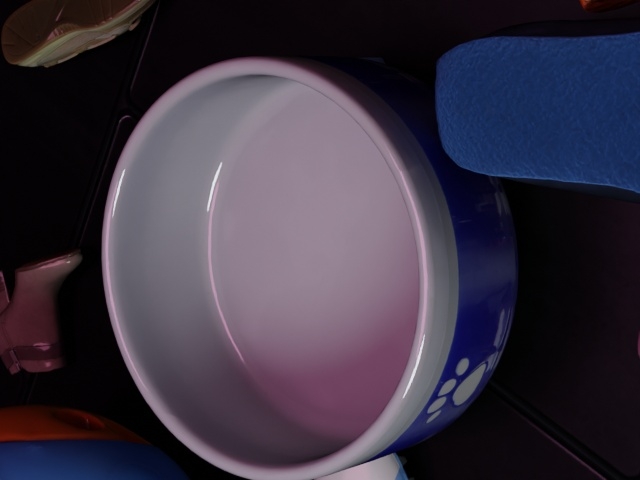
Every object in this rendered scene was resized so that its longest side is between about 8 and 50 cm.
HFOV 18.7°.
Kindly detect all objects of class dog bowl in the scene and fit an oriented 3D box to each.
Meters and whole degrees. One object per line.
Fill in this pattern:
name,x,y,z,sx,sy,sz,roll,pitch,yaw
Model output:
dog bowl,-0.010,0.015,1.235,0.264,0.104,0.265,5,98,37

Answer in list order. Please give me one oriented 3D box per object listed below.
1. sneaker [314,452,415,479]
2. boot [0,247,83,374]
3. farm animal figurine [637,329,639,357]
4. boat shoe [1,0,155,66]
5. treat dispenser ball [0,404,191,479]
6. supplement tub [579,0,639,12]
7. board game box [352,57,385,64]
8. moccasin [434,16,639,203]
sneaker,0.010,0.235,1.323,0.085,0.086,0.237,19,108,38
boot,-0.216,0.058,1.518,0.118,0.042,0.087,-15,94,42
farm animal figurine,0.244,0.193,1.037,0.327,0.330,0.172,42,124,-7
boat shoe,-0.170,-0.167,1.439,0.153,0.048,0.056,-26,68,33
treat dispenser ball,-0.204,0.259,1.372,0.288,0.288,0.288,8,102,39
supplement tub,0.151,-0.233,1.103,0.117,0.117,0.190,-33,77,39
board game box,0.000,0.000,1.320,0.211,0.039,0.160,-38,73,36
moccasin,0.219,-0.080,1.071,0.342,0.116,0.138,19,112,41
